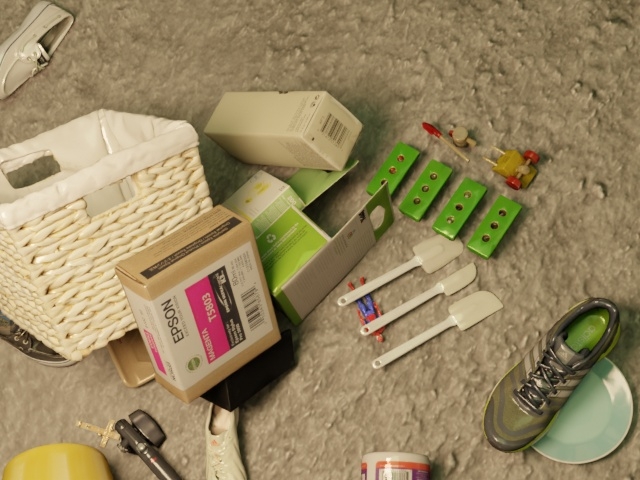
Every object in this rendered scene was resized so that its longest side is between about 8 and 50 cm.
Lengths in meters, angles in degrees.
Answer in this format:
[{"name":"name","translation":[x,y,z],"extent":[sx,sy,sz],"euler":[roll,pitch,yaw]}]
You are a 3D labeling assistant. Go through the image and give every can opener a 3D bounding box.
[{"name":"can opener","translation":[-0.271,0.360,1.643],"extent":[0.073,0.059,0.186],"euler":[-41,70,-6]}]

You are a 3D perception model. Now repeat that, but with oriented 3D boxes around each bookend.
[{"name":"bookend","translation":[-0.152,0.188,1.647],"extent":[0.156,0.072,0.157],"euler":[19,37,37]}]

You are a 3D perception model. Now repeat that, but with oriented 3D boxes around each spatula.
[{"name":"spatula","translation":[0.160,0.099,1.674],"extent":[0.242,0.019,0.168],"euler":[-28,75,-8]}]

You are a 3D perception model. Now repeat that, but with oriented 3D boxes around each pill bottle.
[{"name":"pill bottle","translation":[0.114,0.426,1.533],"extent":[0.108,0.108,0.193],"euler":[0,72,9]}]

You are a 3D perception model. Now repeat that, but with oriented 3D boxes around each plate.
[{"name":"plate","translation":[0.397,0.260,1.589],"extent":[0.188,0.024,0.188],"euler":[-3,72,8]}]

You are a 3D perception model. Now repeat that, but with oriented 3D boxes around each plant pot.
[{"name":"plant pot","translation":[-0.403,0.457,1.547],"extent":[0.254,0.254,0.239],"euler":[-18,54,3]}]

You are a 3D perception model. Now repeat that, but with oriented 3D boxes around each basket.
[{"name":"basket","translation":[-0.370,-0.025,1.572],"extent":[0.328,0.266,0.331],"euler":[-29,28,-30]}]

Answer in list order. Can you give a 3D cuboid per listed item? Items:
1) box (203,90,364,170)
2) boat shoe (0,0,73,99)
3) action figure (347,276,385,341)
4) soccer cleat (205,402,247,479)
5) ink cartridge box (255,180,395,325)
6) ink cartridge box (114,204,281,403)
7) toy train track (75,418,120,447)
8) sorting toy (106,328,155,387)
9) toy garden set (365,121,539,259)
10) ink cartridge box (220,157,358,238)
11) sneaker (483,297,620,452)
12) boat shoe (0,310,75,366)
[{"name":"box","translation":[-0.066,-0.188,1.698],"extent":[0.275,0.113,0.094],"euler":[11,69,47]},{"name":"boat shoe","translation":[-0.555,-0.362,1.918],"extent":[0.076,0.083,0.226],"euler":[22,75,16]},{"name":"action figure","translation":[0.080,0.119,1.686],"extent":[0.038,0.030,0.115],"euler":[-22,72,-4]},{"name":"soccer cleat","translation":[-0.159,0.343,1.621],"extent":[0.068,0.076,0.196],"euler":[-7,71,7]},{"name":"ink cartridge box","translation":[0.000,0.000,1.653],"extent":[0.097,0.189,0.255],"euler":[41,81,20]},{"name":"ink cartridge box","translation":[-0.175,0.096,1.495],"extent":[0.193,0.234,0.088],"euler":[-34,41,-27]},{"name":"toy train track","translation":[-0.379,0.321,1.698],"extent":[0.083,0.014,0.048],"euler":[15,74,14]},{"name":"sorting toy","translation":[-0.278,0.130,1.737],"extent":[0.208,0.038,0.193],"euler":[-28,70,-6]},{"name":"toy garden set","translation":[0.237,-0.102,1.725],"extent":[0.244,0.049,0.204],"euler":[31,78,20]},{"name":"ink cartridge box","translation":[-0.064,-0.088,1.710],"extent":[0.235,0.171,0.056],"euler":[-43,114,-5]},{"name":"sneaker","translation":[0.354,0.196,1.539],"extent":[0.111,0.121,0.300],"euler":[36,80,19]},{"name":"boat shoe","translation":[-0.521,0.151,1.744],"extent":[0.228,0.076,0.080],"euler":[26,78,16]}]
